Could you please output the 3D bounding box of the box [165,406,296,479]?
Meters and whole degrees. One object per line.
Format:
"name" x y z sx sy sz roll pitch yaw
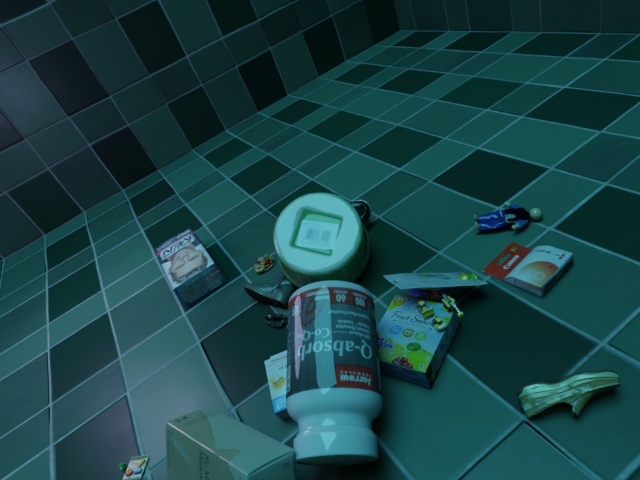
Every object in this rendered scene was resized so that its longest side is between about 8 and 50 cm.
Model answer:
"box" -0.195 0.474 0.944 0.311 0.148 0.121 0 2 45

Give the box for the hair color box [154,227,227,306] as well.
"hair color box" -0.506 0.092 1.731 0.174 0.105 0.347 -34 37 -13

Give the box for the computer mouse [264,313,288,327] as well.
"computer mouse" -0.065 0.222 1.352 0.242 0.041 0.071 -10 38 21

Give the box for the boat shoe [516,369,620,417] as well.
"boat shoe" 0.496 0.311 0.890 0.190 0.068 0.072 -23 46 20

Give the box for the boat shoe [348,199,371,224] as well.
"boat shoe" 0.016 -0.048 1.552 0.340 0.113 0.127 -22 77 7

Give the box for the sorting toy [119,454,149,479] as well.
"sorting toy" -0.486 0.585 1.153 0.083 0.012 0.062 -15 36 13

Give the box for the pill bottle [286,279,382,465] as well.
"pill bottle" 0.029 0.291 1.002 0.210 0.210 0.363 -13 55 16

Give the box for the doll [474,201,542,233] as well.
"doll" 0.562 -0.070 1.353 0.189 0.046 0.129 -9 39 22

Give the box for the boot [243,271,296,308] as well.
"boot" -0.127 0.118 1.495 0.189 0.076 0.208 16 57 25

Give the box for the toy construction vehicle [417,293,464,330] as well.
"toy construction vehicle" 0.290 0.168 1.094 0.086 0.035 0.098 -24 34 -2

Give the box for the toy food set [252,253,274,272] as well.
"toy food set" -0.208 0.084 1.635 0.083 0.020 0.082 -33 36 -12

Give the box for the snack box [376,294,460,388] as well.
"snack box" 0.228 0.242 1.124 0.174 0.070 0.207 6 43 37

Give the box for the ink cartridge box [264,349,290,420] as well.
"ink cartridge box" -0.078 0.346 1.147 0.104 0.061 0.181 -23 48 2

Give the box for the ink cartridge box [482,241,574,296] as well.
"ink cartridge box" 0.546 0.059 1.197 0.145 0.045 0.179 -38 40 -19

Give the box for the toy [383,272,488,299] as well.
"toy" 0.301 0.123 1.193 0.237 0.056 0.137 -5 10 -10

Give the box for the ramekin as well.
"ramekin" 0.000 0.000 1.390 0.303 0.148 0.303 -3 68 7
